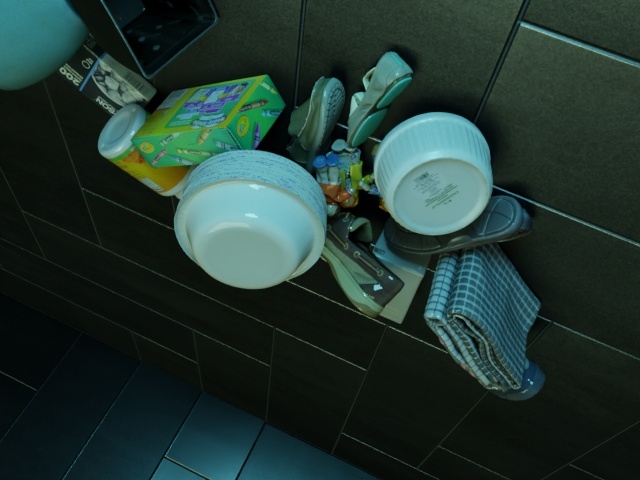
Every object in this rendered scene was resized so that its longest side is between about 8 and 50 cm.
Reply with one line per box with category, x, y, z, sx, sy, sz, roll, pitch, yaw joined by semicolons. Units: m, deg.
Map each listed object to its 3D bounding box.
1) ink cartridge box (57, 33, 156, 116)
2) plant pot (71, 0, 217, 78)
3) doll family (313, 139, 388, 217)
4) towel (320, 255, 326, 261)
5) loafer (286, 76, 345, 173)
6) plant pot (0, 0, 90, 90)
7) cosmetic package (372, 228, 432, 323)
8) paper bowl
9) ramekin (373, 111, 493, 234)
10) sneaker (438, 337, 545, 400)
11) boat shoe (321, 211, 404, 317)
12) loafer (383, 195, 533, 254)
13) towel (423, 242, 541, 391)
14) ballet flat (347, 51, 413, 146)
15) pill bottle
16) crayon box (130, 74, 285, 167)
ink cartridge box;-0.495;-0.351;1.407;0.206;0.045;0.208;40;146;-19
plant pot;-0.327;-0.418;1.077;0.167;0.187;0.188;20;148;35
doll family;0.105;-0.119;1.233;0.263;0.118;0.163;1;135;9
towel;0.000;0.000;1.432;0.113;0.152;0.023;42;106;-16
loafer;-0.022;-0.218;1.181;0.087;0.094;0.251;29;150;4
plant pot;-0.527;-0.439;1.135;0.195;0.290;0.290;-10;135;13
cosmetic package;0.170;0.082;1.444;0.127;0.107;0.238;24;144;7
paper bowl;-0.131;-0.020;1.178;0.284;0.148;0.284;3;135;3
ramekin;0.198;-0.104;1.081;0.207;0.109;0.207;0;131;-1
sneaker;0.371;0.262;1.436;0.131;0.112;0.319;46;169;-22
boat shoe;0.060;-0.002;1.318;0.123;0.342;0.123;-45;143;17
loafer;0.267;-0.018;1.230;0.302;0.109;0.095;-7;159;43
towel;0.340;0.146;1.280;0.121;0.235;0.283;-18;127;37
ballet flat;0.091;-0.249;1.098;0.068;0.072;0.213;55;147;10
pill bottle;-0.366;-0.187;1.423;0.136;0.136;0.246;-2;152;39
crayon box;-0.228;-0.235;1.250;0.278;0.165;0.081;2;138;36
